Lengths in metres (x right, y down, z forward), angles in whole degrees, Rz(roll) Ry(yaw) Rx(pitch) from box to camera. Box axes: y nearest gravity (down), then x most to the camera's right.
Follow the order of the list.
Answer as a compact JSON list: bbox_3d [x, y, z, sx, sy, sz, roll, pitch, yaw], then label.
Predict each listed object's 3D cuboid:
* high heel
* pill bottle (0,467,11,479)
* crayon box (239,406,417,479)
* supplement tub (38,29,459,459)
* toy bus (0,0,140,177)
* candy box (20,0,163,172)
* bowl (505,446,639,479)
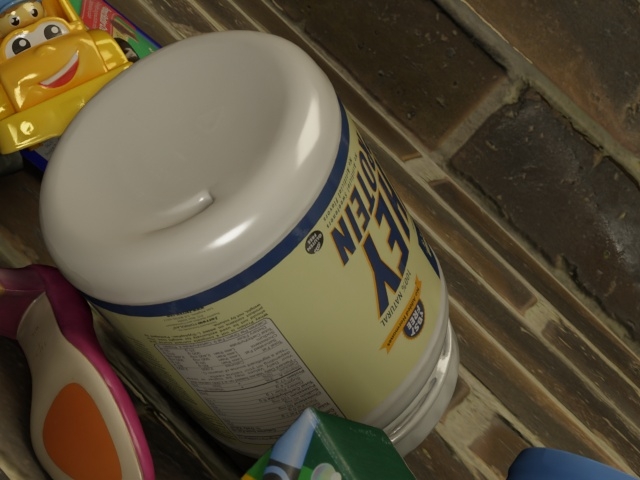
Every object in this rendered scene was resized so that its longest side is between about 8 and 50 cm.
[{"bbox_3d":[-0.161,0.102,1.048,0.244,0.082,0.117,40,15,35],"label":"high heel"},{"bbox_3d":[-0.196,0.156,0.554,0.361,0.204,0.204,47,15,14],"label":"pill bottle"},{"bbox_3d":[0.024,0.275,0.783,0.083,0.203,0.323,24,23,-49],"label":"crayon box"},{"bbox_3d":[-0.040,0.025,1.144,0.325,0.235,0.235,55,2,-45],"label":"supplement tub"},{"bbox_3d":[-0.249,-0.173,1.218,0.211,0.149,0.220,68,-16,-11],"label":"toy bus"},{"bbox_3d":[-0.200,-0.125,1.489,0.317,0.122,0.268,40,14,-14],"label":"candy box"},{"bbox_3d":[0.327,0.329,1.341,0.391,0.077,0.391,33,-15,10],"label":"bowl"}]
